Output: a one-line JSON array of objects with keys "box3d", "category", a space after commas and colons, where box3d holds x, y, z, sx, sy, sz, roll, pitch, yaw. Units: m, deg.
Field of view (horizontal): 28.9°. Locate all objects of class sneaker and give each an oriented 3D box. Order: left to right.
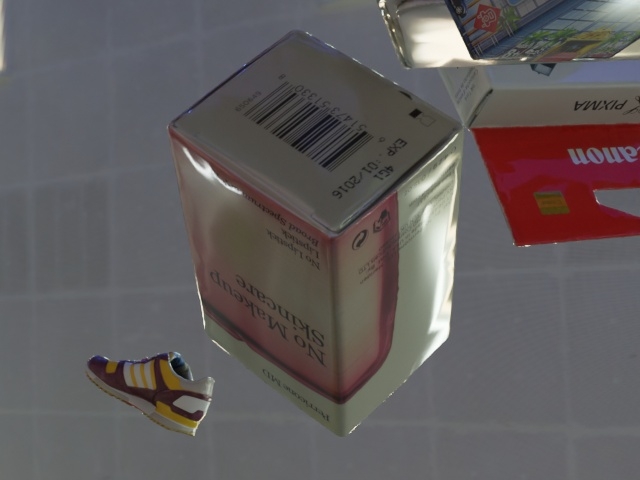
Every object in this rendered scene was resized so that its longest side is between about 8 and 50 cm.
[{"box3d": [-0.206, 0.168, 1.525, 0.185, 0.069, 0.084, 25, -94, 30], "category": "sneaker"}]

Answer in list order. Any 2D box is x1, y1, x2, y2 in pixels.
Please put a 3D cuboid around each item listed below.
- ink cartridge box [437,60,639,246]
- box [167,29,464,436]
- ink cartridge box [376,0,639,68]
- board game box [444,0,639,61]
[{"box3d": [0.269, -0.128, 1.158, 0.066, 0.296, 0.261, 117, -39, -49], "category": "ink cartridge box"}, {"box3d": [0.000, 0.000, 0.857, 0.148, 0.127, 0.232, 34, -31, 27], "category": "box"}, {"box3d": [0.180, -0.321, 0.804, 0.285, 0.166, 0.395, -1, -98, 9], "category": "ink cartridge box"}, {"box3d": [0.172, -0.144, 0.485, 0.194, 0.194, 0.060, -34, -107, 42], "category": "board game box"}]
